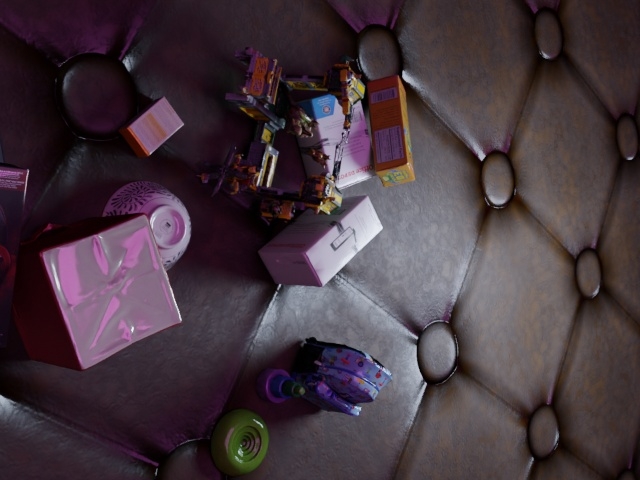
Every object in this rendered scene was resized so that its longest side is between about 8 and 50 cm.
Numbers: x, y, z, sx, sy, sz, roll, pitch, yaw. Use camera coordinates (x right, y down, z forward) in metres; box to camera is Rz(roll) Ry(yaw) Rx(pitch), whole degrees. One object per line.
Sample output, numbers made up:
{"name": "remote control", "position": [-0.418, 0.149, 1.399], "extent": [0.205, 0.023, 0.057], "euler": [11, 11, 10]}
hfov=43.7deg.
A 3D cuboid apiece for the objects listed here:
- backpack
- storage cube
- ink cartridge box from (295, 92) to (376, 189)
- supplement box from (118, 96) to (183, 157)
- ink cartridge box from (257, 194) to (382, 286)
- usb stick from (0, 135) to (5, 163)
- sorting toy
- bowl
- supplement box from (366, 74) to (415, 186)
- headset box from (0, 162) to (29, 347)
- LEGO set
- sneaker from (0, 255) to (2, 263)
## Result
{"name": "backpack", "position": [0.048, 0.276, 1.593], "extent": [0.158, 0.173, 0.116], "euler": [41, 63, -33]}
{"name": "storage cube", "position": [-0.362, 0.072, 1.234], "extent": [0.184, 0.193, 0.215], "euler": [-25, 105, -39]}
{"name": "ink cartridge box", "position": [0.028, -0.209, 1.658], "extent": [0.140, 0.082, 0.190], "euler": [-23, 105, -40]}
{"name": "supplement box", "position": [-0.298, -0.199, 1.405], "extent": [0.098, 0.036, 0.062], "euler": [-49, 118, -31]}
{"name": "ink cartridge box", "position": [0.000, 0.000, 1.581], "extent": [0.203, 0.148, 0.086], "euler": [-42, 117, -33]}
{"name": "usb stick", "position": [-0.531, -0.226, 1.198], "extent": [0.077, 0.045, 0.278], "euler": [-12, 96, -41]}
{"name": "sorting toy", "position": [-0.130, 0.401, 1.466], "extent": [0.127, 0.126, 0.365], "euler": [46, 61, -30]}
{"name": "bowl", "position": [-0.284, -0.022, 1.381], "extent": [0.170, 0.080, 0.170], "euler": [3, 85, -40]}
{"name": "supplement box", "position": [0.150, -0.235, 1.710], "extent": [0.078, 0.080, 0.233], "euler": [50, 34, -59]}
{"name": "headset box", "position": [-0.541, -0.003, 1.105], "extent": [0.218, 0.110, 0.293], "euler": [6, 95, -41]}
{"name": "LEGO set", "position": [-0.066, -0.208, 1.461], "extent": [0.192, 0.255, 0.331], "euler": [27, 81, -65]}
{"name": "sneaker", "position": [-0.462, -0.010, 1.070], "extent": [0.043, 0.040, 0.109], "euler": [-51, 127, -23]}
